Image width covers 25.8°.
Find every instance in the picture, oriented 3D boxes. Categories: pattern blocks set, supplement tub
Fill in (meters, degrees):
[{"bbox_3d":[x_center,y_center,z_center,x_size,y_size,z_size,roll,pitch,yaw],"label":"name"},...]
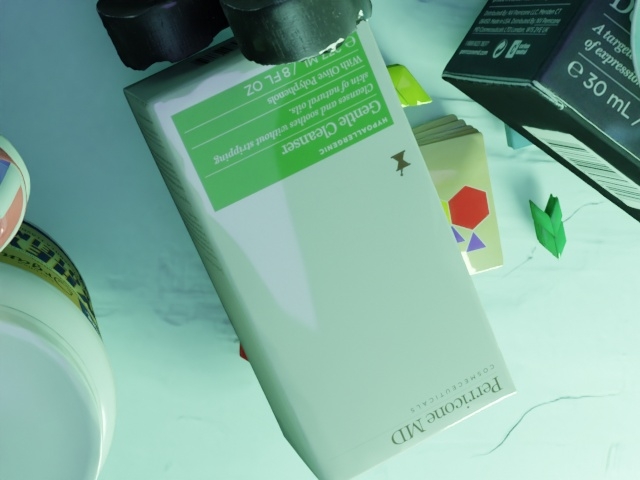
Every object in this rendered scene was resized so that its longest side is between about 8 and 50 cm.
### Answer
[{"bbox_3d":[0.074,-0.022,1.303,0.325,0.026,0.285,-6,104,-13],"label":"pattern blocks set"},{"bbox_3d":[-0.280,0.108,1.091,0.228,0.316,0.228,-3,104,-14],"label":"supplement tub"}]

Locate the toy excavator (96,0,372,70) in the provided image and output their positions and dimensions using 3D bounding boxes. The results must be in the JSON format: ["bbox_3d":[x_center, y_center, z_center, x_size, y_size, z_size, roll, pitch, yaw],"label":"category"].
[{"bbox_3d":[0.051,-0.345,1.087,0.445,0.433,0.222,-48,128,-34],"label":"toy excavator"}]

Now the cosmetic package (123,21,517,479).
[{"bbox_3d":[0.000,0.000,1.194,0.197,0.155,0.365,-28,107,-9],"label":"cosmetic package"}]

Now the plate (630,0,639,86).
[{"bbox_3d":[0.322,-0.165,1.092,0.188,0.024,0.188,-3,100,-15],"label":"plate"}]

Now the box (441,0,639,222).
[{"bbox_3d":[0.353,-0.221,1.215,0.293,0.212,0.395,33,88,-18],"label":"box"}]

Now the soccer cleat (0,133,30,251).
[{"bbox_3d":[-0.328,0.034,0.879,0.318,0.116,0.108,-30,111,0],"label":"soccer cleat"}]
